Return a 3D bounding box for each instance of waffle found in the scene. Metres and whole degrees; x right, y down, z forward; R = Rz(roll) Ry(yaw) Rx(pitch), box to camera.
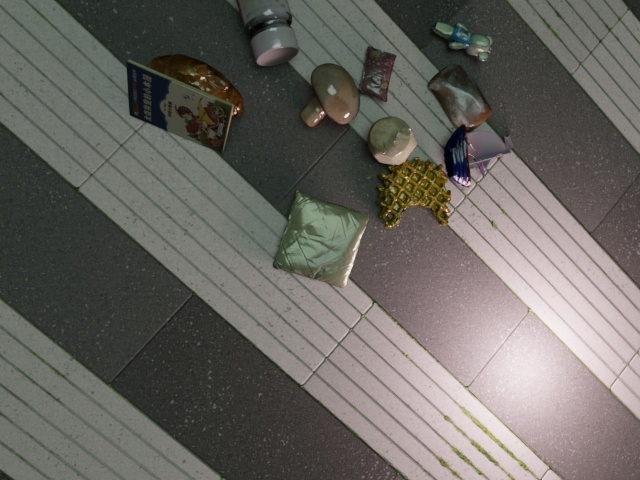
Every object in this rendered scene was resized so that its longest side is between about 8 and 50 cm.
[{"bbox_3d":[0.346,-0.174,1.562,0.292,0.069,0.260,-6,93,-12],"label":"waffle"}]

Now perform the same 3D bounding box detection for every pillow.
[{"bbox_3d":[0.002,-0.001,1.496,0.274,0.076,0.281,17,93,-8],"label":"pillow"},{"bbox_3d":[0.203,-0.596,1.545,0.117,0.043,0.185,15,85,-4],"label":"pillow"}]

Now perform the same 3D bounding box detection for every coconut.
[{"bbox_3d":[0.250,-0.343,1.498,0.160,0.162,0.161,-5,81,30],"label":"coconut"}]

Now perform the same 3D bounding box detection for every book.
[{"bbox_3d":[-0.441,-0.405,1.343,0.322,0.228,0.018,20,56,-10],"label":"book"}]

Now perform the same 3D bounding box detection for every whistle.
[{"bbox_3d":[0.524,-0.744,1.590,0.235,0.077,0.114,20,78,-4],"label":"whistle"}]

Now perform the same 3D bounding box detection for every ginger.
[{"bbox_3d":[-0.399,-0.487,1.365,0.320,0.172,0.165,22,81,-9],"label":"ginger"}]

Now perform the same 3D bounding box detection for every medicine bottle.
[{"bbox_3d":[-0.178,-0.735,1.408,0.164,0.165,0.274,-17,92,-10],"label":"medicine bottle"}]

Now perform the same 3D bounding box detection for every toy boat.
[{"bbox_3d":[0.587,-0.346,1.596,0.318,0.072,0.219,-38,109,-11],"label":"toy boat"}]

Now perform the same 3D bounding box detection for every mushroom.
[{"bbox_3d":[0.039,-0.482,1.460,0.206,0.209,0.207,13,60,-23],"label":"mushroom"}]

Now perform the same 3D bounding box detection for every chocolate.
[{"bbox_3d":[0.528,-0.532,1.585,0.156,0.080,0.254,-38,97,-8],"label":"chocolate"}]
